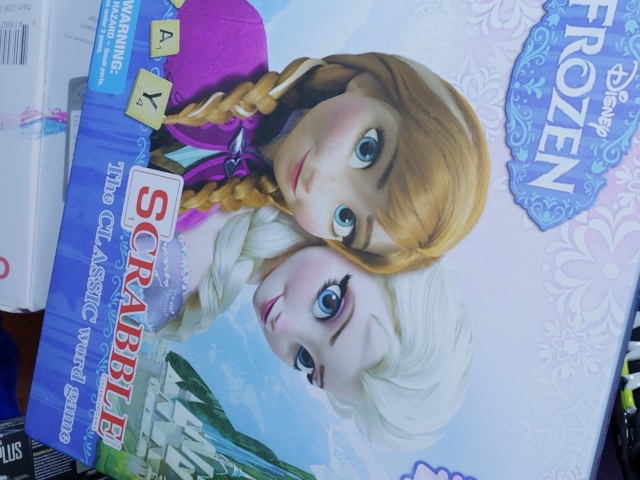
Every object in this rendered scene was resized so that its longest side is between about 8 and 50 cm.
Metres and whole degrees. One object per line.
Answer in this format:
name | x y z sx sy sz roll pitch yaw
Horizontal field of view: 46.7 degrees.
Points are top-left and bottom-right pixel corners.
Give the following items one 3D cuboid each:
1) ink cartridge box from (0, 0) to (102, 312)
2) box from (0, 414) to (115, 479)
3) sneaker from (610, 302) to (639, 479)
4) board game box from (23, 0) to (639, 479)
ink cartridge box | -0.282 -0.106 0.671 0.226 0.131 0.306 9 96 28
box | -0.251 0.227 0.625 0.077 0.180 0.147 -8 86 28
sneaker | 0.206 0.088 0.423 0.084 0.097 0.235 -17 82 27
board game box | 0.000 0.000 0.390 0.318 0.066 0.319 13 95 27
